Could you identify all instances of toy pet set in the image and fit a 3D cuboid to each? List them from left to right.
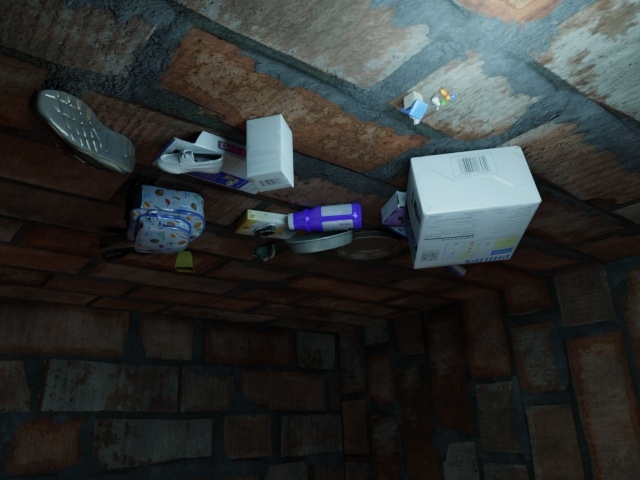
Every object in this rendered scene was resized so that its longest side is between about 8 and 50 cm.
[{"bbox_3d":[0.277,-0.344,1.354,0.114,0.065,0.122,14,154,-37],"label":"toy pet set"}]

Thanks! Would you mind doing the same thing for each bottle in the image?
[{"bbox_3d":[0.018,-0.083,1.988,0.283,0.092,0.118,-4,160,6],"label":"bottle"}]

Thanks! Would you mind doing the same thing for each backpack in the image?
[{"bbox_3d":[-0.539,-0.077,1.809,0.264,0.213,0.276,-4,159,-27],"label":"backpack"}]

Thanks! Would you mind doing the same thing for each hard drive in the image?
[{"bbox_3d":[0.433,0.030,2.121,0.319,0.040,0.210,33,-178,-29],"label":"hard drive"}]

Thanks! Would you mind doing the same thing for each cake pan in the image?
[{"bbox_3d":[0.000,0.000,2.083,0.294,0.054,0.293,-10,-174,1],"label":"cake pan"}]

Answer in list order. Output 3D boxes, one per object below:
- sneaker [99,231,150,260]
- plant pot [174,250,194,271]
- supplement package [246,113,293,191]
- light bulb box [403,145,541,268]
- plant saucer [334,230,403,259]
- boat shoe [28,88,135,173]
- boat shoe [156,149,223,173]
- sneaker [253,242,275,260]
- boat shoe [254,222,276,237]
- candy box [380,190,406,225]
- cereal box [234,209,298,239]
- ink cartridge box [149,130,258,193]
[{"bbox_3d":[-0.784,0.005,2.157,0.272,0.108,0.100,-7,147,-36],"label":"sneaker"},{"bbox_3d":[-0.634,0.095,2.409,0.082,0.083,0.081,0,159,-8],"label":"plant pot"},{"bbox_3d":[-0.139,-0.240,1.424,0.105,0.179,0.105,-8,159,14],"label":"supplement package"},{"bbox_3d":[0.476,-0.097,1.710,0.358,0.225,0.361,-6,150,0],"label":"light bulb box"},{"bbox_3d":[0.218,0.019,2.348,0.311,0.050,0.310,-2,159,-1],"label":"plant saucer"},{"bbox_3d":[-0.644,-0.267,1.372,0.130,0.132,0.355,-8,158,15],"label":"boat shoe"},{"bbox_3d":[-0.363,-0.225,1.443,0.184,0.066,0.063,6,143,-15],"label":"boat shoe"},{"bbox_3d":[-0.259,0.052,2.371,0.076,0.064,0.166,13,154,-25],"label":"sneaker"},{"bbox_3d":[-0.220,-0.031,2.039,0.125,0.038,0.046,-23,151,40],"label":"boat shoe"},{"bbox_3d":[0.352,-0.117,1.965,0.197,0.070,0.165,3,158,-14],"label":"candy box"},{"bbox_3d":[-0.209,-0.061,2.087,0.240,0.047,0.173,7,158,-24],"label":"cereal box"},{"bbox_3d":[-0.309,-0.239,1.574,0.371,0.069,0.176,12,155,-38],"label":"ink cartridge box"}]
